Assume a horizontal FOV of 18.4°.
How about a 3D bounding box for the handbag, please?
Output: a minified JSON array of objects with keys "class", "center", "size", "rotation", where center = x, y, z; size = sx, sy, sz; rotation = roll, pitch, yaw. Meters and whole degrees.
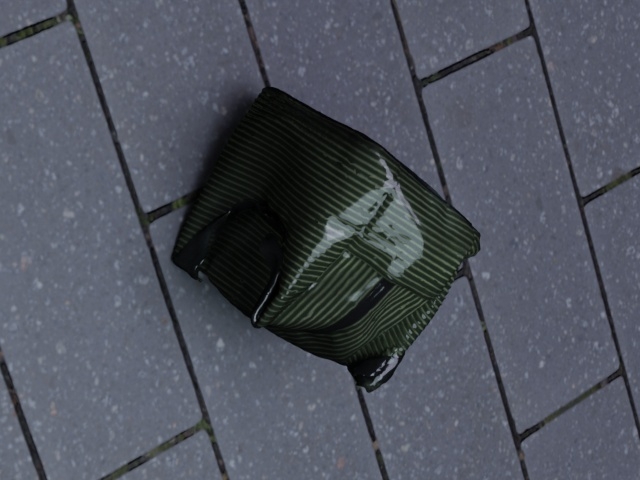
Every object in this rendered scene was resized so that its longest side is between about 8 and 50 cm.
[{"class":"handbag","center":[0.000,0.000,2.206],"size":[0.247,0.340,0.240],"rotation":[36,87,-32]}]
